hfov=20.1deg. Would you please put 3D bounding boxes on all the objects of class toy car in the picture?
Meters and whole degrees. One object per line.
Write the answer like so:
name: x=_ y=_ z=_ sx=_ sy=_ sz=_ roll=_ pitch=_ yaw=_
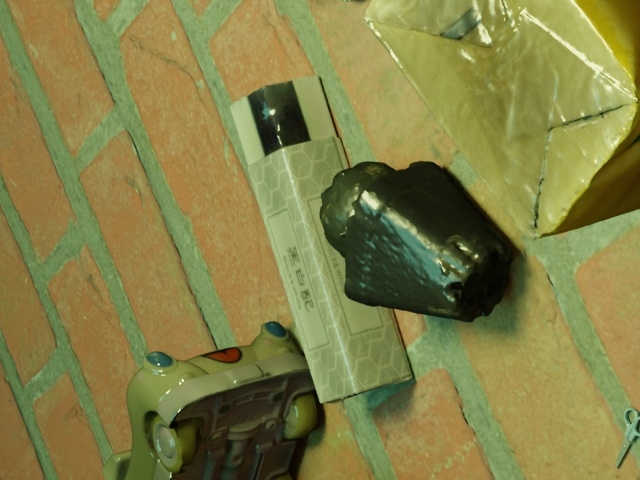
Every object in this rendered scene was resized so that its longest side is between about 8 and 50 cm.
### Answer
toy car: x=-0.164 y=0.260 z=2.485 sx=0.226 sy=0.242 sz=0.336 roll=48 pitch=139 yaw=39

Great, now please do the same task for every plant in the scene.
plant: x=0.101 y=-0.001 z=2.100 sx=0.256 sy=0.142 sz=0.164 roll=32 pitch=128 yaw=40

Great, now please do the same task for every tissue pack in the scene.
tissue pack: x=0.283 y=-0.197 z=1.566 sx=0.293 sy=0.382 sz=0.228 roll=57 pitch=143 yaw=24

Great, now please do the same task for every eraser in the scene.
eraser: x=0.000 y=0.000 z=2.280 sx=0.098 sy=0.096 sz=0.403 roll=-23 pitch=83 yaw=56

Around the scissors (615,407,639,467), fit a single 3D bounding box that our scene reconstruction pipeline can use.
scissors: x=0.334 y=0.219 z=1.969 sx=0.036 sy=0.006 sz=0.083 roll=49 pitch=138 yaw=35
